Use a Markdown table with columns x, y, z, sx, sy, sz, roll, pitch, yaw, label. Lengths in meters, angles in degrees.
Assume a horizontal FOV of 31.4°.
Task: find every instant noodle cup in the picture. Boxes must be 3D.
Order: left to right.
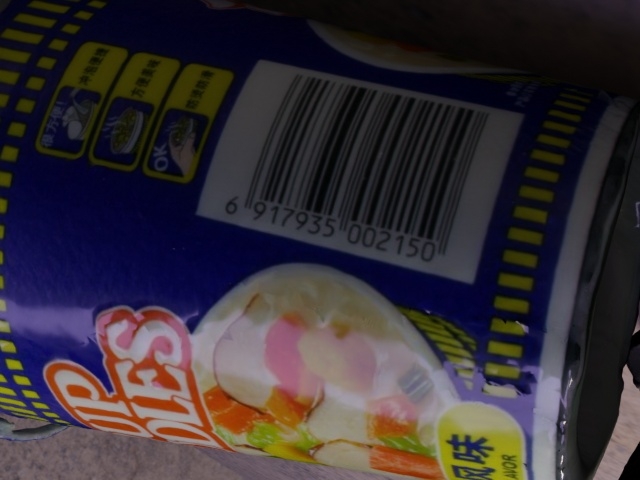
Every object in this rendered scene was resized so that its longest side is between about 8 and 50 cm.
| x | y | z | sx | sy | sz | roll | pitch | yaw | label |
| --- | --- | --- | --- | --- | --- | --- | --- | --- | --- |
| 0.000 | 0.000 | 0.584 | 0.312 | 0.284 | 0.284 | 11 | 154 | 22 | instant noodle cup |

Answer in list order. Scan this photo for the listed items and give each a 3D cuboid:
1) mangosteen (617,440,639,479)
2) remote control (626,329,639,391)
| x | y | z | sx | sy | sz | roll | pitch | yaw | label |
| --- | --- | --- | --- | --- | --- | --- | --- | --- | --- |
| 0.283 | 0.207 | 0.472 | 0.382 | 0.382 | 0.435 | 28 | 148 | 5 | mangosteen |
| 0.286 | 0.126 | 0.770 | 0.090 | 0.066 | 0.266 | -8 | 136 | 39 | remote control |
